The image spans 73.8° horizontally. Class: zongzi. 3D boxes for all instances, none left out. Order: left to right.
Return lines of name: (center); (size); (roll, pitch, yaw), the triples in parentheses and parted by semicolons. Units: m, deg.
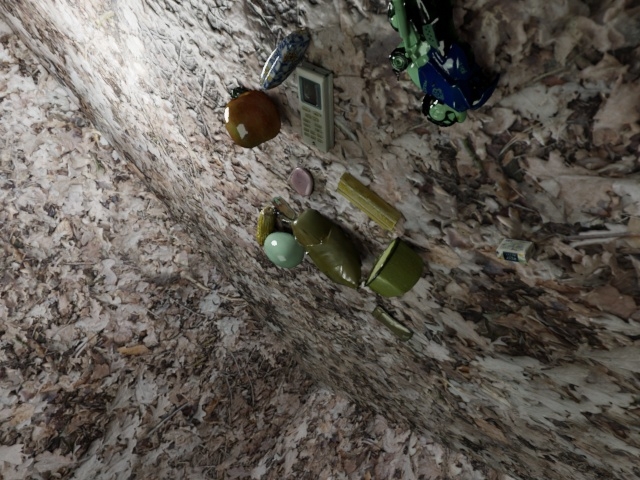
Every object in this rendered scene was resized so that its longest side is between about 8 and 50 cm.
zongzi: (0.000, 0.000, 1.673); (0.447, 0.181, 0.418); (47, -179, -5)

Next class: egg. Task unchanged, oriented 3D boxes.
egg: (-0.179, 0.044, 2.089); (0.231, 0.168, 0.168); (28, 150, 36)

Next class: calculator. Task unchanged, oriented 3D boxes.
calculator: (-0.071, -0.228, 1.697); (0.103, 0.024, 0.166); (36, 152, 14)

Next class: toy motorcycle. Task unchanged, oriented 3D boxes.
toy motorcycle: (0.260, -0.385, 0.902); (0.196, 0.125, 0.331); (10, 142, 46)

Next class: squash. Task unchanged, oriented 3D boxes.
squash: (0.257, 0.104, 1.533); (0.133, 0.220, 0.220); (35, 155, -6)

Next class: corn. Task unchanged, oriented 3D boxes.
corn: (-0.274, -0.062, 2.158); (0.097, 0.097, 0.320); (38, 151, 12)

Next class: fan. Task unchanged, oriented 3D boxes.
fan: (-0.148, -0.117, 1.989); (0.220, 0.009, 0.132); (51, 153, -15)

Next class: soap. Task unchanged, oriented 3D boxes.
soap: (0.166, -0.132, 1.493); (0.252, 0.037, 0.092); (39, 155, 8)

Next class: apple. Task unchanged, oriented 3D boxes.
apple: (-0.236, -0.416, 1.467); (0.188, 0.188, 0.174); (6, 130, 51)

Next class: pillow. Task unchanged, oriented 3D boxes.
pillow: (0.341, 0.400, 2.040); (0.217, 0.033, 0.130); (37, 150, 14)

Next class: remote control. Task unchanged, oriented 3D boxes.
remote control: (-0.014, -0.403, 1.321); (0.103, 0.055, 0.277); (31, 152, 23)

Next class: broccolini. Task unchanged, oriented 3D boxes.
broccolini: (-0.267, -0.470, 1.575); (0.074, 0.058, 0.201); (27, 149, 44)

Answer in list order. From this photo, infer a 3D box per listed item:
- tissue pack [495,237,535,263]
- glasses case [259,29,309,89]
tissue pack: (0.538, 0.029, 1.176); (0.083, 0.062, 0.042); (10, 133, 47)
glasses case: (-0.110, -0.521, 1.246); (0.065, 0.087, 0.248); (60, 153, -4)
